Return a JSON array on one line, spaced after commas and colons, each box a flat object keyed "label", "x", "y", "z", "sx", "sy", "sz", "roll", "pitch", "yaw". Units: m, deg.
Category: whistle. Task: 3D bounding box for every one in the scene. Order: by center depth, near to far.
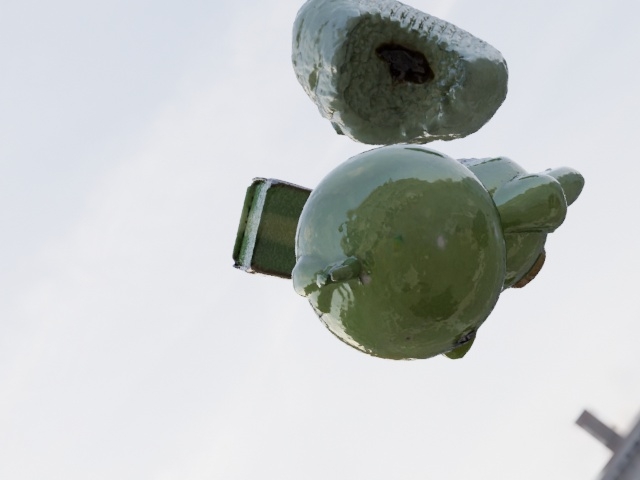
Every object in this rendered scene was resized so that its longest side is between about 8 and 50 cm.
[{"label": "whistle", "x": 0.091, "y": 0.009, "z": 1.120, "sx": 0.294, "sy": 0.141, "sz": 0.141, "roll": 1, "pitch": -59, "yaw": -51}]

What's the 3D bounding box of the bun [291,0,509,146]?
[{"label": "bun", "x": 0.067, "y": -0.156, "z": 1.665, "sx": 0.204, "sy": 0.212, "sz": 0.127, "roll": -15, "pitch": -51, "yaw": -60}]

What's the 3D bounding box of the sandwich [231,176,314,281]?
[{"label": "sandwich", "x": 0.000, "y": 0.000, "z": 1.325, "sx": 0.116, "sy": 0.074, "sz": 0.074, "roll": 13, "pitch": -92, "yaw": -15}]
